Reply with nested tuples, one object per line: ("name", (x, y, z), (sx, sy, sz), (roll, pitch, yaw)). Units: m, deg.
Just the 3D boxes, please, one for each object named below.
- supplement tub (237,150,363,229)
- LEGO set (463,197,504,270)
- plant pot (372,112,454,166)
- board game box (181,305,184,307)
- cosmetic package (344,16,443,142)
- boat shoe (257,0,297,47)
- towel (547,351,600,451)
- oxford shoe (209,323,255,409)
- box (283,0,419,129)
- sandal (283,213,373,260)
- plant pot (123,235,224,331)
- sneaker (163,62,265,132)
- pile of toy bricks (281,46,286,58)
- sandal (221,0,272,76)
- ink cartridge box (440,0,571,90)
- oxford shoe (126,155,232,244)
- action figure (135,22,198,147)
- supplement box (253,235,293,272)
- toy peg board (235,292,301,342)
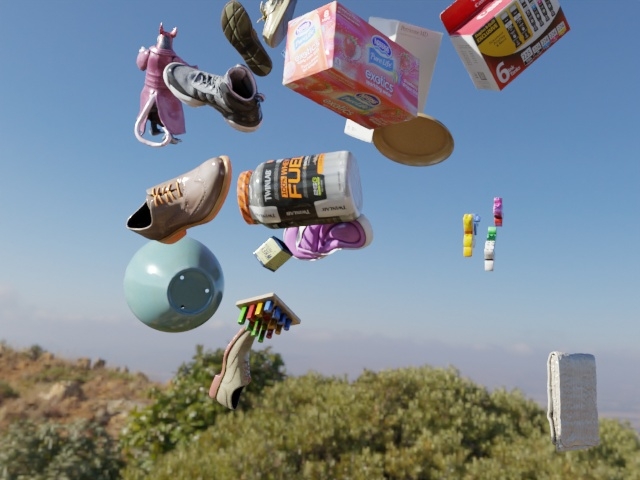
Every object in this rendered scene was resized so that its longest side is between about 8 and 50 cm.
("supplement tub", (-0.057, -0.142, 1.953), (0.338, 0.207, 0.207), (-7, -11, 13))
("LEGO set", (0.383, -0.033, 1.601), (0.087, 0.227, 0.093), (1, -54, 21))
("plant pot", (0.266, -0.294, 1.913), (0.236, 0.032, 0.236), (11, -27, 6))
("board game box", (-0.399, 0.152, 1.896), (0.033, 0.133, 0.168), (-15, -34, -4))
("cosmetic package", (0.224, -0.489, 2.082), (0.197, 0.365, 0.155), (0, 20, -35))
("boat shoe", (-0.122, -0.689, 1.941), (0.089, 0.285, 0.104), (16, -18, 4))
("towel", (0.739, 0.468, 1.947), (0.187, 0.282, 0.049), (8, -11, -33))
("oxford shoe", (-0.300, 0.481, 2.541), (0.130, 0.348, 0.123), (31, 20, 25))
("box", (0.075, -0.369, 1.453), (0.142, 0.154, 0.300), (-8, -18, 42))
("sandal", (-0.007, -0.014, 2.135), (0.102, 0.169, 0.416), (-31, 10, -39))
("plant pot", (-0.395, 0.133, 1.897), (0.290, 0.290, 0.195), (7, 0, -26))
("sneaker", (-0.248, -0.375, 1.596), (0.269, 0.101, 0.153), (30, -28, -2))
("pile of toy bricks", (-0.045, -0.633, 2.395), (0.105, 0.212, 0.118), (-4, -37, -45))
("sandal", (-0.203, -0.568, 1.882), (0.090, 0.219, 0.060), (-29, 17, 23))
("ink cartridge box", (0.556, -0.654, 2.011), (0.272, 0.309, 0.130), (52, -8, -26))
("oxford shoe", (-0.352, -0.097, 1.659), (0.133, 0.130, 0.364), (12, -37, -42))
("action figure", (-0.531, -0.514, 2.165), (0.248, 0.370, 0.275), (12, 22, 11))
("supplement box", (-0.140, 0.041, 2.000), (0.083, 0.056, 0.083), (-41, -26, 6))
("toy peg board", (-0.178, 0.262, 2.186), (0.161, 0.079, 0.161), (-16, -49, 32))
